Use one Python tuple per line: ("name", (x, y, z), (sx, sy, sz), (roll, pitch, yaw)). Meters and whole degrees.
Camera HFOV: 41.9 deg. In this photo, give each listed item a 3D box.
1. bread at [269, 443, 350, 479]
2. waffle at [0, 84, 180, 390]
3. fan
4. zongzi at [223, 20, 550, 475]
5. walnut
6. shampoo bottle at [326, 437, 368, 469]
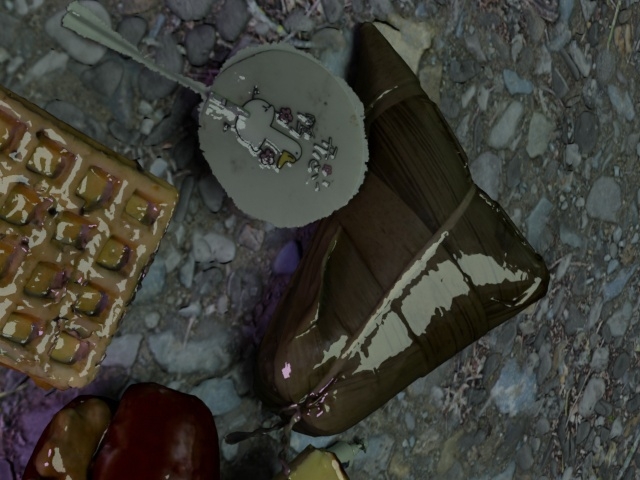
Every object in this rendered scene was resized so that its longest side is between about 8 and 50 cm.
("bread", (-0.025, 0.429, 1.045), (0.263, 0.236, 0.198), (-35, 157, -35))
("waffle", (-0.348, -0.023, 0.820), (0.376, 0.114, 0.261), (32, 78, -40))
("fan", (-0.110, -0.162, 0.994), (0.414, 0.012, 0.233), (24, 71, -25))
("zongzi", (-0.005, 0.004, 1.144), (0.500, 0.218, 0.467), (-32, 86, -17))
("walnut", (-0.239, 0.284, 0.901), (0.244, 0.221, 0.269), (28, 63, -48))
("shampoo bottle", (0.019, 0.329, 1.251), (0.141, 0.034, 0.049), (-20, 104, -40))
